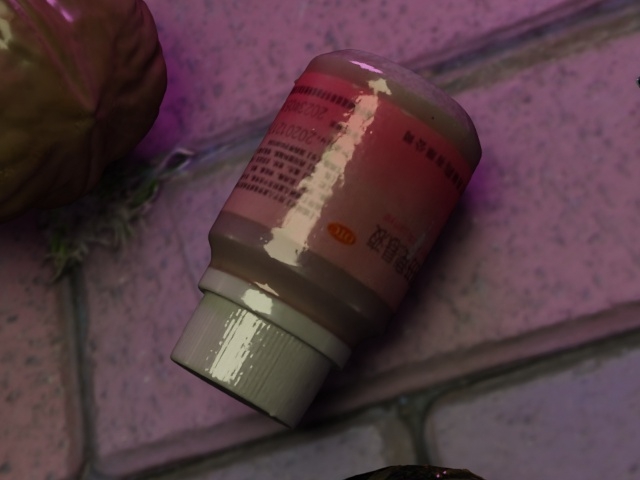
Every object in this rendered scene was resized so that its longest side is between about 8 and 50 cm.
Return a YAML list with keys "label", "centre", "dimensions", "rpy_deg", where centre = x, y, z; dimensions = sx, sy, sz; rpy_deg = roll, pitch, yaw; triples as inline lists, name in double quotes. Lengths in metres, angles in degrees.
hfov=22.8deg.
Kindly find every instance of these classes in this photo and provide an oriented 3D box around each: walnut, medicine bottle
- label: "walnut"
  centre: [-0.256, -0.129, 1.221]
  dimensions: [0.273, 0.273, 0.227]
  rpy_deg: [11, 105, 29]
- label: "medicine bottle"
  centre: [0.000, 0.000, 1.094]
  dimensions: [0.147, 0.147, 0.247]
  rpy_deg: [24, 80, 32]

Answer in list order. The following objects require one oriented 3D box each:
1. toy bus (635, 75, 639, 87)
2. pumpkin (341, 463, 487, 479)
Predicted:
- label: "toy bus"
  centre: [0.248, -0.083, 1.074]
  dimensions: [0.031, 0.037, 0.083]
  rpy_deg: [-35, 57, 9]
- label: "pumpkin"
  centre: [0.054, 0.223, 0.964]
  dimensions: [0.190, 0.146, 0.190]
  rpy_deg: [-10, 65, 24]
